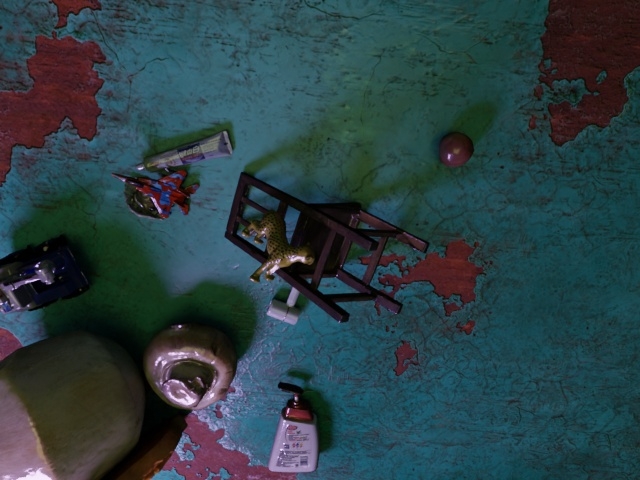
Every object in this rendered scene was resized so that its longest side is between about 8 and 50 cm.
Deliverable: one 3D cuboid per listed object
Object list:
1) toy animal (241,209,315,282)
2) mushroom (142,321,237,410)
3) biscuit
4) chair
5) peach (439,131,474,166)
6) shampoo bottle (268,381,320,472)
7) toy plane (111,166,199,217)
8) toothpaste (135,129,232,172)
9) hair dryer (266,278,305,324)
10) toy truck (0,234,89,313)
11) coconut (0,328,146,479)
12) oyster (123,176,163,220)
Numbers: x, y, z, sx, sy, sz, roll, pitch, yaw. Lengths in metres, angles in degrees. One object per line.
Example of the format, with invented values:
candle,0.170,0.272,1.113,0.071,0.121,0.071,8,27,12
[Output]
toy animal,-0.093,-0.005,0.890,0.136,0.181,0.073,-37,144,26
mushroom,-0.338,0.320,1.086,0.255,0.184,0.254,4,119,7
biscuit,-0.529,0.610,1.052,0.350,0.455,0.078,-28,95,46
chair,0.000,0.000,1.003,0.241,0.416,0.203,-1,116,-48
peach,0.316,-0.212,0.982,0.083,0.083,0.083,0,107,-1
shampoo bottle,-0.076,0.537,1.217,0.153,0.071,0.284,2,105,1
toy plane,-0.390,-0.125,0.992,0.189,0.061,0.130,21,106,-26
toothpaste,-0.323,-0.202,0.996,0.233,0.038,0.060,-15,111,1
hair dryer,-0.080,0.148,1.108,0.082,0.047,0.137,23,100,-8
toy truck,-0.684,0.099,1.009,0.213,0.177,0.161,-19,108,4
coconut,-0.634,0.421,0.985,0.345,0.415,0.415,-5,111,34
oyster,-0.429,-0.103,1.031,0.098,0.037,0.100,6,86,-23
